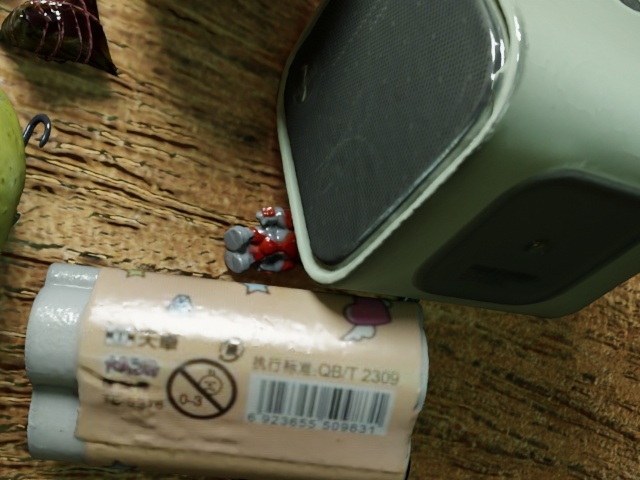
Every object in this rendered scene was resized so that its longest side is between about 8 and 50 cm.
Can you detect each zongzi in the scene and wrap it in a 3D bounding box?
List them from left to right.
[{"bbox_3d":[-0.183,-0.151,0.496,0.083,0.067,0.073,-41,111,-34],"label":"zongzi"}]

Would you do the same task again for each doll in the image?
[{"bbox_3d":[0.000,0.000,0.620,0.180,0.079,0.094,-3,118,-15],"label":"doll"}]

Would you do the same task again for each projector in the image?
[{"bbox_3d":[0.133,-0.093,0.535,0.249,0.249,0.248,11,141,-30],"label":"projector"}]

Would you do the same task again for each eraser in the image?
[{"bbox_3d":[-0.072,0.116,0.525,0.290,0.087,0.171,6,111,-5],"label":"eraser"}]

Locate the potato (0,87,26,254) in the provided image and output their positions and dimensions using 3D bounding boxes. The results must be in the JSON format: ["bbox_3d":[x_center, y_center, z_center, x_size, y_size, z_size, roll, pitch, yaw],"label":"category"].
[{"bbox_3d":[-0.292,-0.009,0.410,0.169,0.143,0.248,39,86,-19],"label":"potato"}]

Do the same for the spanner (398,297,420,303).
[{"bbox_3d":[0.105,0.050,0.718,0.054,0.015,0.254,36,84,-32],"label":"spanner"}]

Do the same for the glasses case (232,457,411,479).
[{"bbox_3d":[-0.016,0.205,0.658,0.266,0.067,0.103,34,87,-30],"label":"glasses case"}]

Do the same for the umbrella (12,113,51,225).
[{"bbox_3d":[-0.271,0.021,0.503,0.269,0.044,0.044,-59,146,5],"label":"umbrella"}]
